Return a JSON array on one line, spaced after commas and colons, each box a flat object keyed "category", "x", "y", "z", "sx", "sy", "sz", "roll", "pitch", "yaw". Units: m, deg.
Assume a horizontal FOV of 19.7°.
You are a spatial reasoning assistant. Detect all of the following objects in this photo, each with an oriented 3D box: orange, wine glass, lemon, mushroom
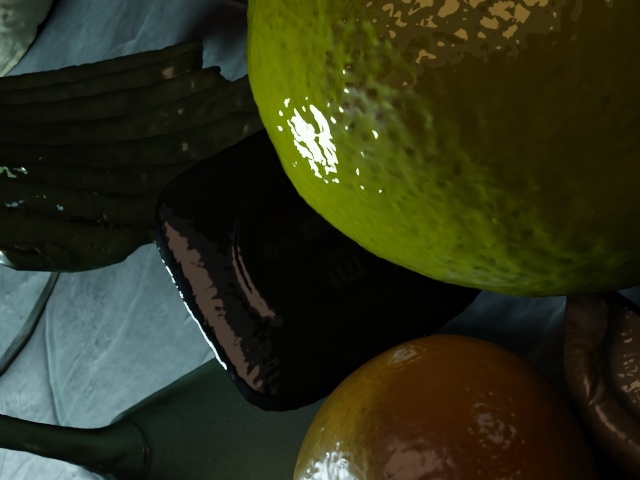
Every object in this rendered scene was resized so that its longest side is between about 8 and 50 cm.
[{"category": "orange", "x": 0.076, "y": 0.176, "z": 1.184, "sx": 0.240, "sy": 0.171, "sz": 0.240, "roll": 37, "pitch": 132, "yaw": 55}, {"category": "wine glass", "x": -0.165, "y": 0.148, "z": 1.299, "sx": 0.267, "sy": 0.406, "sz": 0.267, "roll": -18, "pitch": 65, "yaw": 43}, {"category": "lemon", "x": 0.114, "y": -0.127, "z": 1.150, "sx": 0.364, "sy": 0.364, "sz": 0.364, "roll": -18, "pitch": 63, "yaw": 40}, {"category": "mushroom", "x": 0.217, "y": 0.108, "z": 1.155, "sx": 0.094, "sy": 0.072, "sz": 0.210, "roll": -48, "pitch": 46, "yaw": -3}]

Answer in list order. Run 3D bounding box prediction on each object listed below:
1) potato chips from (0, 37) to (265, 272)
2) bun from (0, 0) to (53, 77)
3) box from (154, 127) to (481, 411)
[{"category": "potato chips", "x": -0.194, "y": -0.089, "z": 1.469, "sx": 0.373, "sy": 0.389, "sz": 0.097, "roll": 26, "pitch": 122, "yaw": 44}, {"category": "bun", "x": -0.399, "y": -0.296, "z": 1.869, "sx": 0.299, "sy": 0.165, "sz": 0.298, "roll": -20, "pitch": 61, "yaw": 41}, {"category": "box", "x": 0.000, "y": 0.000, "z": 1.289, "sx": 0.213, "sy": 0.042, "sz": 0.201, "roll": -27, "pitch": 70, "yaw": -15}]
